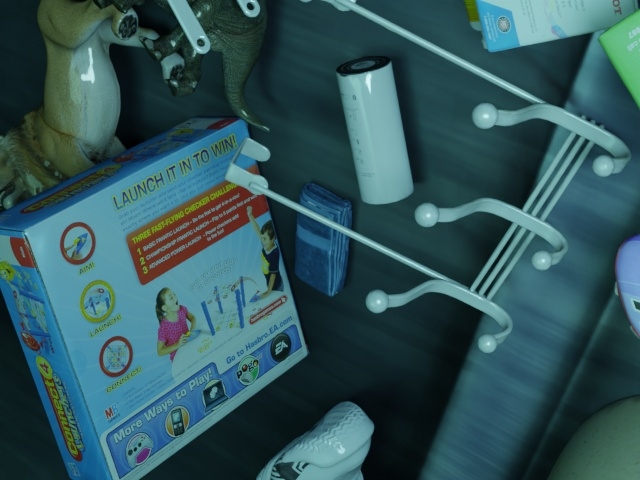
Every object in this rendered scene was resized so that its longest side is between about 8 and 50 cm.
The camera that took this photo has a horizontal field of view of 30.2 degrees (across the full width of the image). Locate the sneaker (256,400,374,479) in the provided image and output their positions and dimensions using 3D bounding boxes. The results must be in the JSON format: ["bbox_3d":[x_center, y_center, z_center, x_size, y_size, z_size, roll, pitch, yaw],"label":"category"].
[{"bbox_3d":[0.019,0.339,1.408,0.210,0.137,0.366,47,143,9],"label":"sneaker"}]

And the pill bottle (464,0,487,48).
[{"bbox_3d":[0.143,-0.207,1.006,0.043,0.043,0.083,2,116,43],"label":"pill bottle"}]

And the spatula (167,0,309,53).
[{"bbox_3d":[-0.120,-0.304,1.109,0.242,0.168,0.019,61,159,-8],"label":"spatula"}]

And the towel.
[{"bbox_3d":[0.000,0.000,1.284,0.067,0.029,0.119,28,132,29],"label":"towel"}]

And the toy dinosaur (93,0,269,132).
[{"bbox_3d":[-0.122,-0.244,1.165,0.313,0.160,0.121,49,169,-13],"label":"toy dinosaur"}]

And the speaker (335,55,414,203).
[{"bbox_3d":[0.053,-0.105,1.147,0.055,0.055,0.136,8,120,40],"label":"speaker"}]

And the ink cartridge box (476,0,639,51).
[{"bbox_3d":[0.186,-0.207,0.935,0.123,0.052,0.088,-7,112,26],"label":"ink cartridge box"}]

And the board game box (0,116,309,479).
[{"bbox_3d":[-0.175,0.060,1.277,0.086,0.308,0.301,6,118,43],"label":"board game box"}]

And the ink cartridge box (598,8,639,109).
[{"bbox_3d":[0.355,-0.083,0.811,0.198,0.115,0.272,-31,89,42],"label":"ink cartridge box"}]

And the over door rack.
[{"bbox_3d":[0.073,-0.064,1.058,0.324,0.108,0.239,33,126,8],"label":"over door rack"}]

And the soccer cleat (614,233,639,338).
[{"bbox_3d":[0.327,0.096,0.947,0.248,0.083,0.095,58,160,-4],"label":"soccer cleat"}]

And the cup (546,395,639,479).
[{"bbox_3d":[0.305,0.340,1.058,0.331,0.237,0.331,23,130,31],"label":"cup"}]

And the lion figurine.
[{"bbox_3d":[-0.280,-0.178,1.379,0.240,0.142,0.392,37,121,31],"label":"lion figurine"}]
